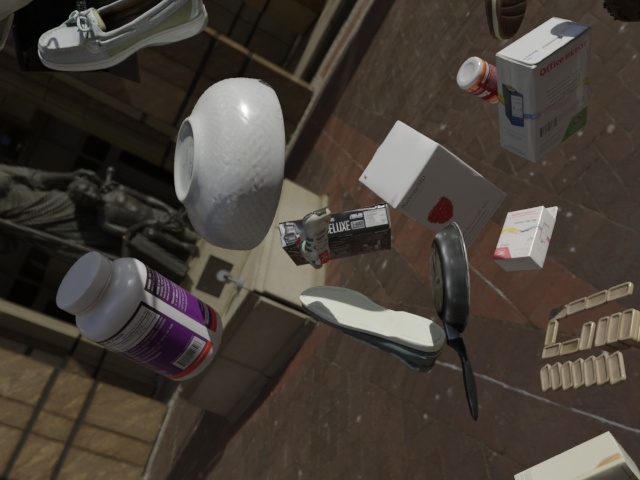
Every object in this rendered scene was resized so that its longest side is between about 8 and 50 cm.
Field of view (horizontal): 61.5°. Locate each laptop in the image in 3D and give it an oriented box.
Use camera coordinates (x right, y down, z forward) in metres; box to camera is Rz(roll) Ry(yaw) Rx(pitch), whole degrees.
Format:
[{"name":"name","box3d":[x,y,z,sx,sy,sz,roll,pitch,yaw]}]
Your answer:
[{"name":"laptop","box3d":[-0.800,-0.731,1.776,0.236,0.407,0.383,9,106,59]}]

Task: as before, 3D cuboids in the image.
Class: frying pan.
[{"name":"frying pan","box3d":[0.234,0.129,0.969,0.197,0.053,0.327,-80,-13,-80]}]

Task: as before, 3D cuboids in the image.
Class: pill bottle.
[{"name":"pill bottle","box3d":[0.440,-0.413,1.412,0.086,0.151,0.086,-40,42,49]},{"name":"pill bottle","box3d":[-0.370,0.156,1.124,0.181,0.323,0.182,-24,45,26]}]

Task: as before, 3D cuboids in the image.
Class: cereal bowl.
[{"name":"cereal bowl","box3d":[-0.197,-0.150,1.047,0.339,0.141,0.340,-11,77,61]}]

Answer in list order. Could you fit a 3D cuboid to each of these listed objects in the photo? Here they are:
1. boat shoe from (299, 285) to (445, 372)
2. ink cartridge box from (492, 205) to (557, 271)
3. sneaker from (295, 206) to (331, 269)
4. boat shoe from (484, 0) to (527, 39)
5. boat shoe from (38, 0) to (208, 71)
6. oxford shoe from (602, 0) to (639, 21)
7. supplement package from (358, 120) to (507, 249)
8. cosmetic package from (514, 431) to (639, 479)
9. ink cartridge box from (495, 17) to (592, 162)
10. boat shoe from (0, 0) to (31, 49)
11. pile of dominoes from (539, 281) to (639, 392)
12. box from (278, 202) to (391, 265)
[{"name":"boat shoe","box3d":[0.097,0.188,1.130,0.116,0.319,0.099,-46,-33,-51]},{"name":"ink cartridge box","box3d":[0.552,-0.019,1.445,0.115,0.067,0.198,-12,47,54]},{"name":"sneaker","box3d":[0.000,0.000,0.993,0.075,0.057,0.161,60,157,17]},{"name":"boat shoe","box3d":[0.378,-0.556,1.140,0.095,0.095,0.258,17,107,56]},{"name":"boat shoe","box3d":[-0.371,-0.408,1.001,0.103,0.320,0.118,84,164,-55]},{"name":"oxford shoe","box3d":[0.507,-0.417,0.916,0.096,0.227,0.083,91,-158,-67]},{"name":"supplement package","box3d":[0.276,-0.130,1.321,0.178,0.292,0.175,-57,38,12]},{"name":"cosmetic package","box3d":[0.274,0.258,0.570,0.115,0.060,0.041,-38,18,20]},{"name":"ink cartridge box","box3d":[0.422,-0.283,1.018,0.154,0.213,0.093,-35,46,-13]},{"name":"boat shoe","box3d":[-0.512,-0.267,0.705,0.136,0.366,0.157,-12,-87,-79]},{"name":"pile of dominoes","box3d":[0.512,0.198,1.021,0.251,0.040,0.196,123,171,-66]},{"name":"box","box3d":[0.053,-0.010,1.572,0.242,0.307,0.077,61,-161,-73]}]
